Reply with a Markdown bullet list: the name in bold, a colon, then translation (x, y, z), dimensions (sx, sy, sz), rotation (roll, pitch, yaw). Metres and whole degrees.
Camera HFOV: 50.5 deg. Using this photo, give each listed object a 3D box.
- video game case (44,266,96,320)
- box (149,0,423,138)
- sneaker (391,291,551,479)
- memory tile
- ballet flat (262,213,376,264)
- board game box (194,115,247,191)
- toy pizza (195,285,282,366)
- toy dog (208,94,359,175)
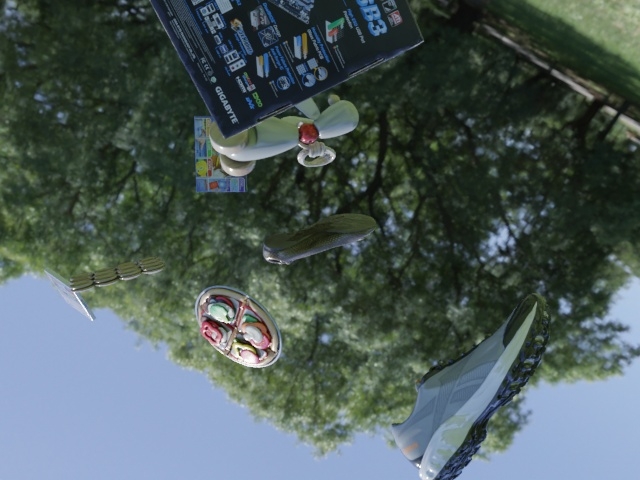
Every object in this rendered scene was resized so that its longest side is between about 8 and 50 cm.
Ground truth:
- **video game case**: translation (-0.511, 0.111, 1.387), dimensions (0.087, 0.122, 0.011), rotation (28, -119, 24)
- **box**: translation (-0.060, -0.324, 0.868), dimensions (0.295, 0.293, 0.073), rotation (62, -171, -15)
- **sneaker**: translation (0.183, 0.172, 0.836), dimensions (0.108, 0.271, 0.100), rotation (40, -170, 33)
- **memory tile**: translation (-0.326, 0.053, 1.087), dimensions (0.148, 0.012, 0.113), rotation (-15, -169, -18)
- **ballet flat**: translation (0.000, 0.000, 1.387), dimensions (0.250, 0.058, 0.084), rotation (-17, -148, -22)
- **board game box**: translation (-0.265, -0.230, 1.809), dimensions (0.136, 0.201, 0.035), rotation (-1, -172, -11)
- **toy pizza**: translation (-0.168, 0.177, 1.339), dimensions (0.201, 0.201, 0.032), rotation (32, -137, 9)
- **toy dog**: translation (-0.102, -0.266, 1.500), dimensions (0.334, 0.220, 0.161), rotation (-10, -109, -27)
